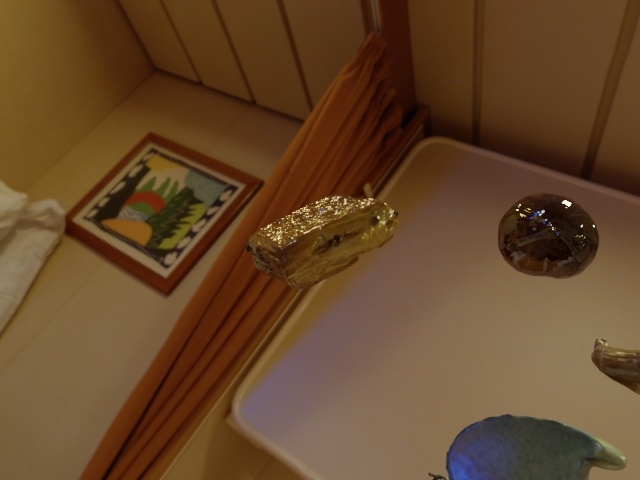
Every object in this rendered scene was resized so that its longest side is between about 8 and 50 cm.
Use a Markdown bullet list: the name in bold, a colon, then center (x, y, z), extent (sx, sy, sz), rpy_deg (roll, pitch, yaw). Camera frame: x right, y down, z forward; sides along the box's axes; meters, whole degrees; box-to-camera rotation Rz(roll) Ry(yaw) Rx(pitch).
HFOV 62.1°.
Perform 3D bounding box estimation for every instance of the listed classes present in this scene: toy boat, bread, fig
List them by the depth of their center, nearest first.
- **bread**: center (0.000, 0.000, 0.938), extent (0.210, 0.235, 0.099), rpy_deg (16, -52, 62)
- **toy boat**: center (0.387, 0.437, 0.972), extent (0.123, 0.215, 0.330), rpy_deg (38, -32, -28)
- **fig**: center (0.479, -0.016, 1.104), extent (0.203, 0.186, 0.249), rpy_deg (25, -4, 16)

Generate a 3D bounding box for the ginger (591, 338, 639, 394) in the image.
- **ginger**: center (0.453, 0.128, 0.615), extent (0.148, 0.081, 0.334), rpy_deg (42, -31, 1)

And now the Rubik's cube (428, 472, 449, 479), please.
- **Rubik's cube**: center (0.094, 0.324, 0.336), extent (0.233, 0.228, 0.228), rpy_deg (55, -16, 10)
